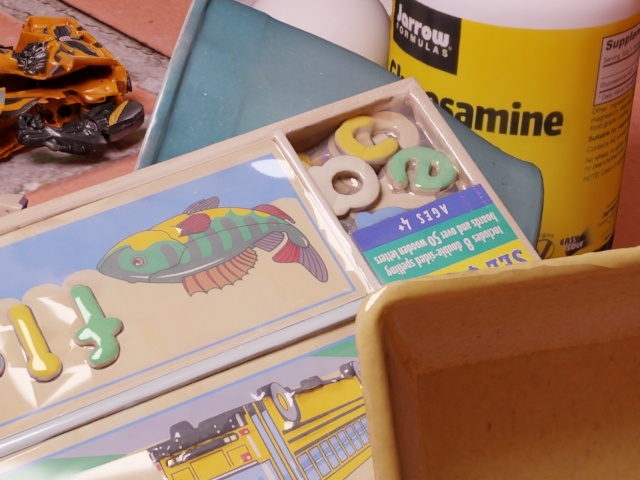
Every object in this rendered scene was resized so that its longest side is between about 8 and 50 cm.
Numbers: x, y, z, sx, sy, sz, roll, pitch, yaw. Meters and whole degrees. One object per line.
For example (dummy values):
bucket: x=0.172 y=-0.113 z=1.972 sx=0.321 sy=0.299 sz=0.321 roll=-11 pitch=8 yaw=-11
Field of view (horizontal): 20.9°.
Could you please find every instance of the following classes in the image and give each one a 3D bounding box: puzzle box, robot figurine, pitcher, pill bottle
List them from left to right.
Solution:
robot figurine: x=-0.299 y=-0.129 z=1.510 sx=0.291 sy=0.085 sz=0.211 roll=-13 pitch=33 yaw=-28
puzzle box: x=-0.065 y=0.083 z=0.893 sx=0.409 sy=0.052 sz=0.272 roll=-21 pitch=60 yaw=-19
pitcher: x=-0.035 y=-0.125 z=1.346 sx=0.177 sy=0.125 sz=0.207 roll=-13 pitch=25 yaw=18
pill bottle: x=0.143 y=-0.132 z=1.298 sx=0.188 sy=0.334 sz=0.188 roll=2 pitch=28 yaw=-1

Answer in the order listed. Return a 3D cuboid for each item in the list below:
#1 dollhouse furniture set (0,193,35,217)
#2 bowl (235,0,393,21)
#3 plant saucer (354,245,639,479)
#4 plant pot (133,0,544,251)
dollhouse furniture set: x=-0.200 y=-0.002 z=1.303 sx=0.081 sy=0.091 sz=0.114 roll=20 pitch=26 yaw=-1
bowl: x=-0.007 y=-0.213 z=1.729 sx=0.142 sy=0.053 sz=0.142 roll=26 pitch=36 yaw=35
plant saucer: x=0.176 y=0.164 z=0.830 sx=0.332 sy=0.333 sz=0.081 roll=-8 pitch=1 yaw=-20
plant pot: x=0.000 y=0.000 z=1.145 sx=0.255 sy=0.272 sz=0.272 roll=18 pitch=28 yaw=-5
